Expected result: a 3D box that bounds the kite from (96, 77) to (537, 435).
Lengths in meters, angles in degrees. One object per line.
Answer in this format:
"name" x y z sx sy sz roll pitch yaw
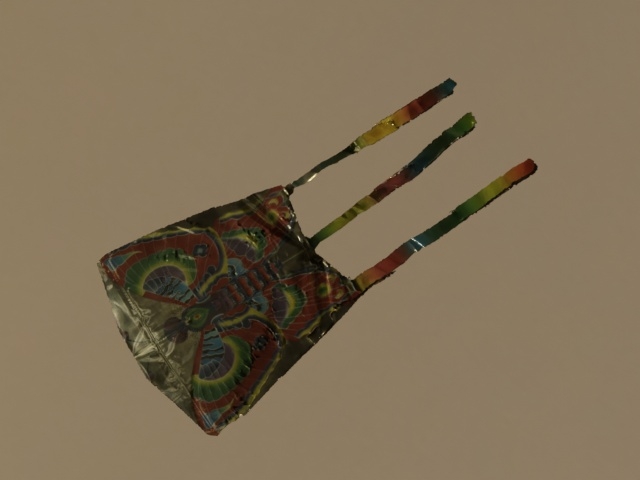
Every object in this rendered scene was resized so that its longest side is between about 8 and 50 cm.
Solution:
"kite" 0.000 0.000 1.199 0.285 0.015 0.152 -33 -115 -3
